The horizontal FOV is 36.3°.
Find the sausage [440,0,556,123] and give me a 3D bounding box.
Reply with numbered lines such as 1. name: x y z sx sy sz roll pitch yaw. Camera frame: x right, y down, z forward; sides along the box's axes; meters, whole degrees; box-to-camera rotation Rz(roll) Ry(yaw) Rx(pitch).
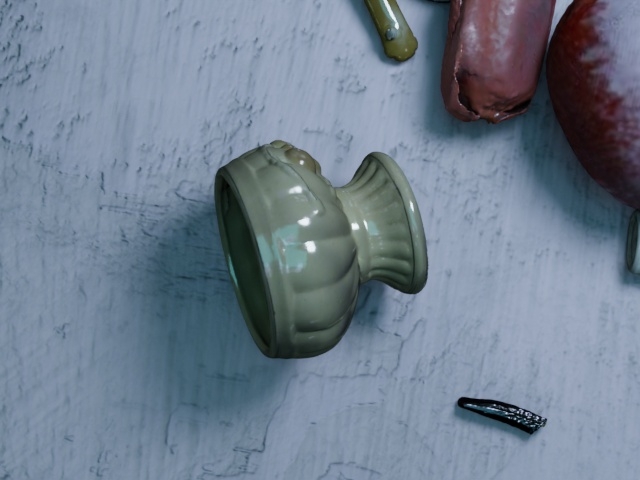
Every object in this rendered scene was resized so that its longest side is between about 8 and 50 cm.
1. sausage: 0.259 -0.309 1.430 0.152 0.152 0.279 9 100 2

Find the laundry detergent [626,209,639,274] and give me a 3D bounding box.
1. laundry detergent: 0.577 0.011 1.458 0.226 0.070 0.099 6 79 1

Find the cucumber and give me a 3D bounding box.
1. cucumber: 0.274 0.259 1.472 0.135 0.033 0.034 21 85 2

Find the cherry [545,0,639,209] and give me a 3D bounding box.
1. cherry: 0.493 -0.223 1.372 0.327 0.291 0.334 -24 95 9

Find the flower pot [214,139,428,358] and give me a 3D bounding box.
1. flower pot: 0.000 0.000 1.379 0.244 0.307 0.307 -15 87 -15

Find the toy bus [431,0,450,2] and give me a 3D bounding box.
1. toy bus: 0.194 -0.464 1.480 0.087 0.089 0.193 12 89 2

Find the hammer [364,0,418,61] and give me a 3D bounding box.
1. hammer: 0.065 -0.413 1.484 0.202 0.113 0.305 -23 95 4
